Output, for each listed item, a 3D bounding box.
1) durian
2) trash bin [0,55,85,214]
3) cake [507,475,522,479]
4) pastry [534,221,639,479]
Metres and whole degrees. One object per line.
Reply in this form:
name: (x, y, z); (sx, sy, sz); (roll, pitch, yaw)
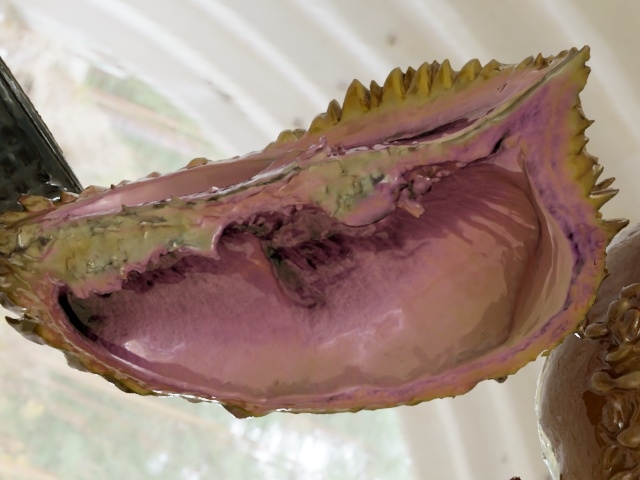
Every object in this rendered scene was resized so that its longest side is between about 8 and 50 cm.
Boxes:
durian: (-0.001, 0.001, 0.866); (0.341, 0.191, 0.112); (-17, -134, 18)
trash bin: (-0.244, -0.049, 0.989); (0.161, 0.175, 0.175); (-34, -167, -5)
cake: (0.202, 0.332, 1.345); (0.158, 0.160, 0.262); (45, -56, 49)
pastry: (0.366, 0.121, 1.295); (0.245, 0.410, 0.409); (78, 26, -64)
